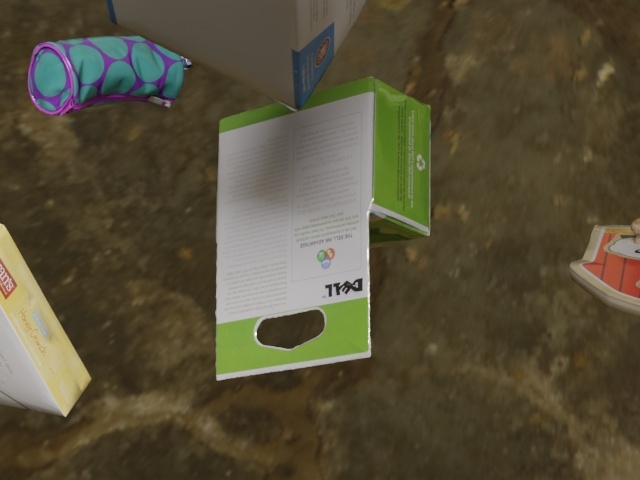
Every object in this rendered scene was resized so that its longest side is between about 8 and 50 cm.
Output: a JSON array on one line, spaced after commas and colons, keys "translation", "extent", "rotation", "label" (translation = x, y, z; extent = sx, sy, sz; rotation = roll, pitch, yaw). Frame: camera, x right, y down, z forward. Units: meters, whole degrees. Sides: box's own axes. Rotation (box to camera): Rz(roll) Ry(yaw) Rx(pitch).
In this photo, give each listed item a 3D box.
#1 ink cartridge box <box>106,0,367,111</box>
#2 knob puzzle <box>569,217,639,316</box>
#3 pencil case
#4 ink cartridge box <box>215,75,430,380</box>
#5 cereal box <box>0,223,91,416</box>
[{"translation": [-0.032, -0.254, 1.099], "extent": [0.168, 0.171, 0.232], "rotation": [26, 69, 12], "label": "ink cartridge box"}, {"translation": [0.275, 0.017, 1.091], "extent": [0.213, 0.213, 0.030], "rotation": [1, 109, 9], "label": "knob puzzle"}, {"translation": [-0.188, -0.146, 1.363], "extent": [0.064, 0.152, 0.070], "rotation": [-38, 74, 36], "label": "pencil case"}, {"translation": [0.000, 0.000, 1.402], "extent": [0.189, 0.097, 0.255], "rotation": [-12, 70, 37], "label": "ink cartridge box"}, {"translation": [-0.312, 0.052, 1.193], "extent": [0.240, 0.047, 0.173], "rotation": [6, 136, 31], "label": "cereal box"}]
